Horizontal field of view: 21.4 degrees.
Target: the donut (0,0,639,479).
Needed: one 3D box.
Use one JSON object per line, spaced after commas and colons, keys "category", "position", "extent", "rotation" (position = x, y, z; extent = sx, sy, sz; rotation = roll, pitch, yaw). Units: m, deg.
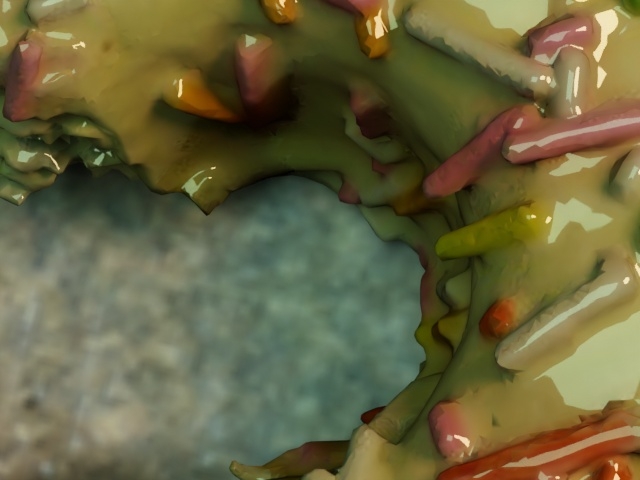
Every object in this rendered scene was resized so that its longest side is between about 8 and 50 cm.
{"category": "donut", "position": [0.009, 0.004, 0.560], "extent": [0.307, 0.150, 0.371], "rotation": [-25, 74, 5]}
